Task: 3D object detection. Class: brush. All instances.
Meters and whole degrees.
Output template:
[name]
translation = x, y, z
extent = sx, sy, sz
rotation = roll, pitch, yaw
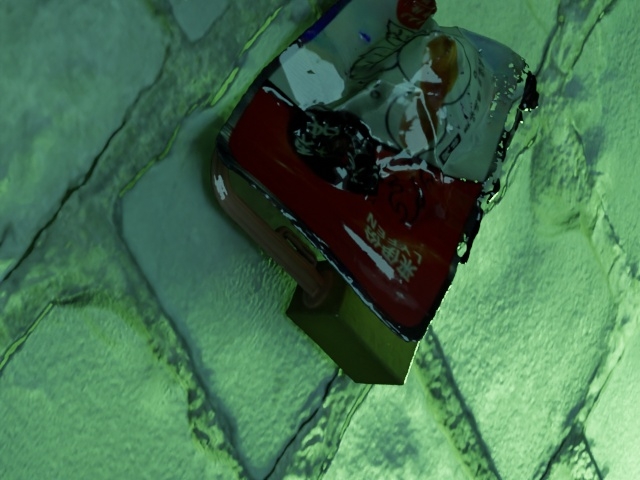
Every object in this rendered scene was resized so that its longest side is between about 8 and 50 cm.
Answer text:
[brush]
translation = 0.000, 0.000, 1.202
extent = 0.233, 0.047, 0.103
rotation = 45, 59, -43

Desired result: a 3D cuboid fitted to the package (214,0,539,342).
[package]
translation = 0.048, -0.081, 1.212
extent = 0.194, 0.071, 0.269
rotation = 38, 58, -10
